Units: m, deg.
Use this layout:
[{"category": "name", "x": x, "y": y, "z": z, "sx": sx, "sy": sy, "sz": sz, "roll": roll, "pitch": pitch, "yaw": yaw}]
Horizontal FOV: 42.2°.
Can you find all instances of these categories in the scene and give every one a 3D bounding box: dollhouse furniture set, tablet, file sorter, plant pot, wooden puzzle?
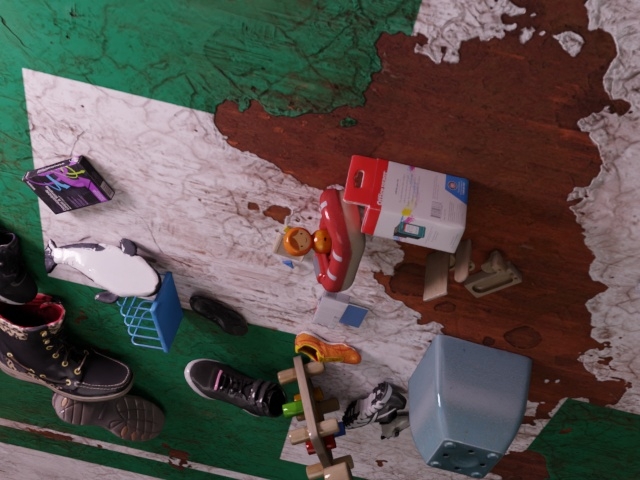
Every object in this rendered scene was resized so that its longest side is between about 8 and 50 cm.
[{"category": "dollhouse furniture set", "x": 0.321, "y": 0.095, "z": 1.736, "sx": 0.144, "sy": 0.123, "sz": 0.151, "roll": -24, "pitch": 127, "yaw": 34}, {"category": "tablet", "x": 0.079, "y": 0.179, "z": 1.976, "sx": 0.054, "sy": 0.006, "sz": 0.083, "roll": 17, "pitch": 140, "yaw": -6}, {"category": "file sorter", "x": -0.410, "y": 0.168, "z": 1.997, "sx": 0.104, "sy": 0.118, "sz": 0.170, "roll": 7, "pitch": 139, "yaw": 10}, {"category": "plant pot", "x": 0.349, "y": 0.419, "z": 1.996, "sx": 0.247, "sy": 0.252, "sz": 0.247, "roll": 15, "pitch": 139, "yaw": -3}, {"category": "wooden puzzle", "x": -0.065, "y": 0.014, "z": 1.821, "sx": 0.078, "sy": 0.014, "sz": 0.116, "roll": 26, "pitch": 137, "yaw": -9}]

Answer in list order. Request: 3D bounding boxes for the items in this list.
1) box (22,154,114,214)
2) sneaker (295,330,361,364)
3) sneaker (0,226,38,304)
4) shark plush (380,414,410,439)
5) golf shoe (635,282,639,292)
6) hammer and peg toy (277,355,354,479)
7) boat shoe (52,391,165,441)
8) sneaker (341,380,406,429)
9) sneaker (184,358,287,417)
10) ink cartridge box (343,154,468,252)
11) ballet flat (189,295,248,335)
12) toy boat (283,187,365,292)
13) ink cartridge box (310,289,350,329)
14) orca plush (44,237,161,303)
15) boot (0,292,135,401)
[{"category": "box", "x": -0.539, "y": -0.116, "z": 1.775, "sx": 0.162, "sy": 0.029, "sz": 0.116, "roll": -12, "pitch": 134, "yaw": 26}, {"category": "sneaker", "x": 0.017, "y": 0.283, "z": 2.062, "sx": 0.175, "sy": 0.067, "sz": 0.064, "roll": 16, "pitch": 137, "yaw": -8}, {"category": "sneaker", "x": -0.749, "y": 0.046, "z": 1.954, "sx": 0.124, "sy": 0.107, "sz": 0.283, "roll": -18, "pitch": 131, "yaw": 22}, {"category": "shark plush", "x": 0.208, "y": 0.530, "z": 2.307, "sx": 0.067, "sy": 0.073, "sz": 0.161, "roll": -7, "pitch": 140, "yaw": -25}, {"category": "golf shoe", "x": 0.684, "y": 0.091, "z": 1.692, "sx": 0.086, "sy": 0.069, "sz": 0.176, "roll": -6, "pitch": 135, "yaw": 28}, {"category": "hammer and peg toy", "x": -0.002, "y": 0.504, "z": 2.102, "sx": 0.127, "sy": 0.361, "sz": 0.266, "roll": -17, "pitch": 136, "yaw": 1}, {"category": "boat shoe", "x": -0.609, "y": 0.478, "z": 2.398, "sx": 0.355, "sy": 0.132, "sz": 0.130, "roll": 30, "pitch": 176, "yaw": -38}, {"category": "sneaker", "x": 0.147, "y": 0.462, "z": 2.224, "sx": 0.106, "sy": 0.078, "sz": 0.234, "roll": 30, "pitch": 134, "yaw": -16}, {"category": "sneaker", "x": -0.208, "y": 0.384, "z": 2.179, "sx": 0.295, "sy": 0.105, "sz": 0.147, "roll": 33, "pitch": 152, "yaw": -32}, {"category": "ink cartridge box", "x": 0.158, "y": -0.072, "z": 1.579, "sx": 0.231, "sy": 0.134, "sz": 0.078, "roll": 13, "pitch": 139, "yaw": 0}, {"category": "ballet flat", "x": -0.246, "y": 0.181, "z": 2.037, "sx": 0.173, "sy": 0.049, "sz": 0.057, "roll": 37, "pitch": 91, "yaw": -27}, {"category": "toy boat", "x": 0.000, "y": 0.000, "z": 1.670, "sx": 0.151, "sy": 0.151, "sz": 0.231, "roll": -2, "pitch": 140, "yaw": -14}, {"category": "ink cartridge box", "x": 0.022, "y": 0.163, "z": 1.955, "sx": 0.062, "sy": 0.029, "sz": 0.115, "roll": 17, "pitch": 140, "yaw": -7}, {"category": "orca plush", "x": -0.494, "y": 0.076, "z": 1.929, "sx": 0.287, "sy": 0.151, "sz": 0.102, "roll": 1, "pitch": 169, "yaw": 8}, {"category": "boot", "x": -0.680, "y": 0.278, "z": 2.178, "sx": 0.377, "sy": 0.138, "sz": 0.284, "roll": 16, "pitch": 139, "yaw": 4}]
